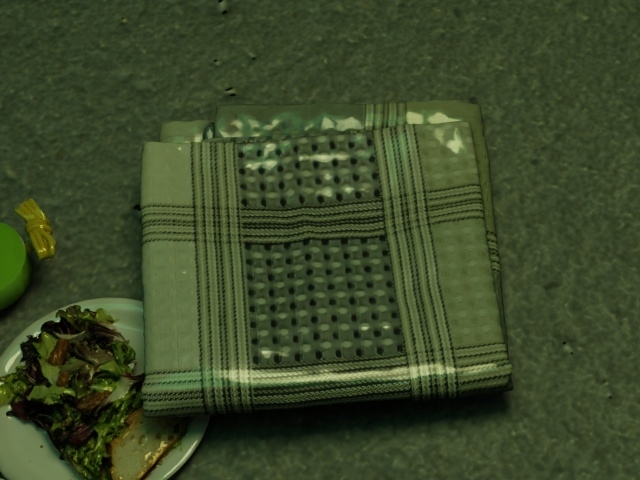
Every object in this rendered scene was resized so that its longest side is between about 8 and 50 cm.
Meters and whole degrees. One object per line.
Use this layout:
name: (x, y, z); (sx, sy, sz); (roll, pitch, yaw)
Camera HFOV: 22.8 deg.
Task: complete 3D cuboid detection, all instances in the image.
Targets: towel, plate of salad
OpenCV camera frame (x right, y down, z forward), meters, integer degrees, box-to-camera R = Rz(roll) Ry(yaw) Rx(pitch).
towel: (0.000, 0.000, 1.368); (0.312, 0.056, 0.324); (-4, 52, 1)
plate of salad: (-0.190, 0.129, 1.330); (0.200, 0.048, 0.199); (-3, 57, 5)

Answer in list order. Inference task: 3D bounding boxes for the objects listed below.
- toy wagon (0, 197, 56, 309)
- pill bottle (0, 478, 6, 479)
toy wagon: (-0.388, 0.070, 1.380); (0.344, 0.068, 0.267); (-24, 58, -10)
pill bottle: (-0.282, 0.308, 1.166); (0.146, 0.146, 0.264); (15, 60, 15)
